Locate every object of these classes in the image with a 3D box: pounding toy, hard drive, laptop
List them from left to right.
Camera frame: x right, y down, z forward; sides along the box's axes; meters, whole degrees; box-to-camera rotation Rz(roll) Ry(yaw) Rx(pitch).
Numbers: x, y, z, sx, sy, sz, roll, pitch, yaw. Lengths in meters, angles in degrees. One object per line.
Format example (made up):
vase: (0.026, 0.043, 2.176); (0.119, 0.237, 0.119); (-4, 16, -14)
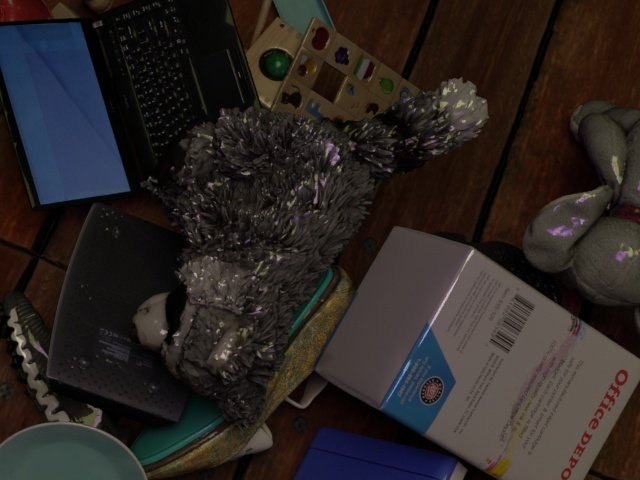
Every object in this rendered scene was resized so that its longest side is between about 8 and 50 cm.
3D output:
laptop: (-0.225, -0.180, 1.582); (0.264, 0.136, 0.234); (-19, 84, 13)
hard drive: (-0.220, 0.087, 1.550); (0.172, 0.054, 0.255); (22, 48, -17)
pounding toy: (-0.070, -0.220, 1.691); (0.100, 0.141, 0.130); (37, 68, 3)
hard drive: (0.008, 0.364, 1.480); (0.040, 0.210, 0.319); (47, 62, -37)

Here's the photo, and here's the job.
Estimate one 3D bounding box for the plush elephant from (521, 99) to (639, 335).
plush elephant: (0.387, -0.015, 1.664); (0.272, 0.330, 0.255); (43, 86, -3)

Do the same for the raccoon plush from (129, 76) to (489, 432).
raccoon plush: (0.000, 0.000, 1.457); (0.446, 0.216, 0.299); (-26, 55, 10)

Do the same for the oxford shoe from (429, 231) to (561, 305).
oxford shoe: (0.200, 0.052, 1.691); (0.227, 0.096, 0.083); (16, 50, -25)

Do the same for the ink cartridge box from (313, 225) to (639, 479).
ink cartridge box: (0.177, 0.143, 1.518); (0.270, 0.197, 0.198); (33, 85, -23)

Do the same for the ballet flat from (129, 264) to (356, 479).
ballet flat: (-0.070, 0.176, 1.577); (0.123, 0.123, 0.348); (42, 70, 5)

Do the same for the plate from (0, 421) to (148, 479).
plate: (-0.280, 0.279, 1.488); (0.188, 0.024, 0.188); (-1, 110, -2)

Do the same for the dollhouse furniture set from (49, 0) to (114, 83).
dollhouse furniture set: (-0.246, -0.275, 1.735); (0.144, 0.123, 0.151); (43, 103, 6)

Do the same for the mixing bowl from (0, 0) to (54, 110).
mixing bowl: (-0.415, -0.254, 1.634); (0.181, 0.098, 0.181); (0, 79, -2)

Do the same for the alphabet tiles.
alphabet tiles: (0.013, -0.126, 1.681); (0.198, 0.009, 0.237); (29, 82, -36)

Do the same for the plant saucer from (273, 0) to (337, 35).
plant saucer: (-0.035, -0.328, 1.804); (0.067, 0.018, 0.192); (-17, 75, -17)

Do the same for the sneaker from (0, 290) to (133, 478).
sneaker: (-0.288, 0.155, 1.551); (0.106, 0.078, 0.234); (-24, 81, -21)
